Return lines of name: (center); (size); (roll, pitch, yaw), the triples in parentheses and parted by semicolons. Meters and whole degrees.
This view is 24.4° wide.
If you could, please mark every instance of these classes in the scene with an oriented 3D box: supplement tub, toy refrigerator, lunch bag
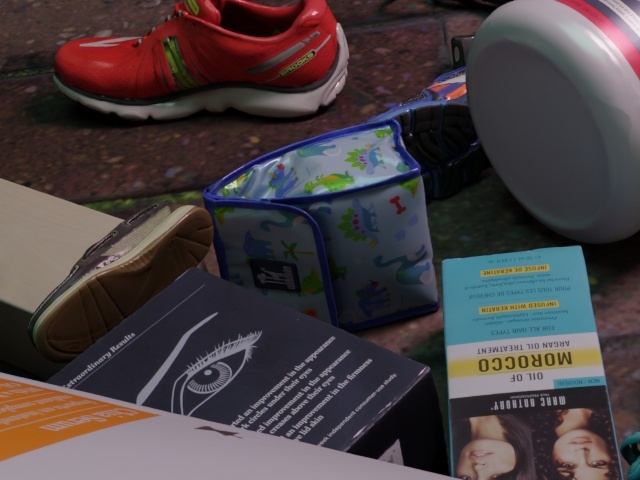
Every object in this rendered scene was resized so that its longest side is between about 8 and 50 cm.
supplement tub: (0.263, -0.134, 1.109); (0.272, 0.191, 0.191); (-29, 40, -23)
toy refrigerator: (-0.208, 0.034, 1.093); (0.269, 0.094, 0.102); (17, 51, 33)
lunch bag: (0.000, 0.000, 1.050); (0.151, 0.129, 0.096); (-13, 35, -4)

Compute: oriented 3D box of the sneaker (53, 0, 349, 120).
sneaker: (-0.112, -0.182, 1.334); (0.279, 0.118, 0.107); (-1, 36, 13)

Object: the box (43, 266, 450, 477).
box: (-0.049, 0.124, 0.911); (0.207, 0.108, 0.153); (22, 47, 37)

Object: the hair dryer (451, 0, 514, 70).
hair dryer: (0.221, -0.258, 1.385); (0.293, 0.080, 0.223); (-16, 36, -8)

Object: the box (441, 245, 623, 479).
box: (0.130, 0.103, 0.934); (0.100, 0.060, 0.244); (-6, 36, 7)

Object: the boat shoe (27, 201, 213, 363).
boat shoe: (-0.135, 0.025, 0.970); (0.049, 0.056, 0.152); (19, 43, 39)

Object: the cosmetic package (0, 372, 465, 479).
cosmetic package: (-0.047, 0.184, 0.669); (0.453, 0.161, 0.230); (11, 4, 17)

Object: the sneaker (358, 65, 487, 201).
sneaker: (0.104, -0.094, 1.209); (0.221, 0.083, 0.087); (-22, 24, -24)

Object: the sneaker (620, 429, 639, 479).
sneaker: (0.230, 0.111, 0.866); (0.110, 0.107, 0.275); (-10, 35, 14)
